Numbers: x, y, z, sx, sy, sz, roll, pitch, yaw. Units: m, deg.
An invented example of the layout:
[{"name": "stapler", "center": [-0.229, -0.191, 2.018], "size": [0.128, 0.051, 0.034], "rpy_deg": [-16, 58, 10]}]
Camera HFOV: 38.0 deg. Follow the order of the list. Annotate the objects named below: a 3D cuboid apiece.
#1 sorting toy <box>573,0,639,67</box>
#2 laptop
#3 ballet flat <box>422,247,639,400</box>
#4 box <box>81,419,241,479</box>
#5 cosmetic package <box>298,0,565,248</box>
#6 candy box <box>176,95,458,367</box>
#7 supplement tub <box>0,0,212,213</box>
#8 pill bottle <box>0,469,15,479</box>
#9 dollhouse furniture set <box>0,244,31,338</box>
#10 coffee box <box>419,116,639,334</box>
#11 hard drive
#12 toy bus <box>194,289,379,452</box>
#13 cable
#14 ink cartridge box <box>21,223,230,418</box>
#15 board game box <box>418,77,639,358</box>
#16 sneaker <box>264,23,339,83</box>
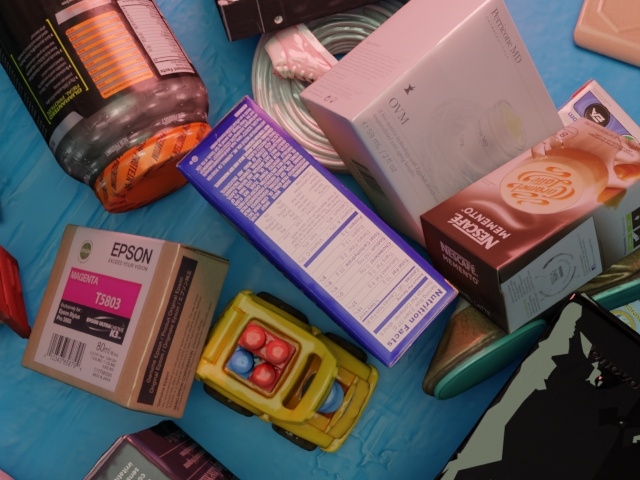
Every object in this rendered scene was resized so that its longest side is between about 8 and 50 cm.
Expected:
[{"name": "sorting toy", "center": [0.466, -0.337, 1.280], "size": [0.193, 0.038, 0.208], "rpy_deg": [19, 86, 2]}, {"name": "laptop", "center": [0.296, 0.342, 1.077], "size": [0.382, 0.408, 0.236], "rpy_deg": [38, 49, 3]}, {"name": "ballet flat", "center": [0.250, 0.063, 1.100], "size": [0.342, 0.116, 0.124], "rpy_deg": [-27, 63, -5]}, {"name": "box", "center": [-0.112, 0.408, 1.029], "size": [0.395, 0.293, 0.212], "rpy_deg": [40, 83, 4]}, {"name": "cosmetic package", "center": [0.139, -0.146, 1.099], "size": [0.225, 0.138, 0.224], "rpy_deg": [-43, 124, -8]}, {"name": "candy box", "center": [0.000, 0.000, 1.102], "size": [0.317, 0.268, 0.122], "rpy_deg": [44, 87, 4]}, {"name": "supplement tub", "center": [-0.277, -0.217, 1.158], "size": [0.207, 0.207, 0.338], "rpy_deg": [-30, 84, -5]}, {"name": "pill bottle", "center": [-0.471, 0.401, 1.090], "size": [0.160, 0.160, 0.283], "rpy_deg": [35, 82, 4]}, {"name": "dollhouse furniture set", "center": [-0.511, -0.035, 1.179], "size": [0.201, 0.152, 0.374], "rpy_deg": [-16, 65, -3]}, {"name": "coffee box", "center": [0.258, -0.023, 1.052], "size": [0.247, 0.098, 0.141], "rpy_deg": [-31, 40, -16]}, {"name": "hard drive", "center": [0.018, -0.379, 1.195], "size": [0.339, 0.064, 0.237], "rpy_deg": [-16, 44, -2]}, {"name": "toy bus", "center": [-0.039, 0.155, 1.110], "size": [0.220, 0.211, 0.149], "rpy_deg": [30, 81, 2]}, {"name": "cable", "center": [0.038, -0.213, 1.225], "size": [0.257, 0.089, 0.257], "rpy_deg": [-14, 83, -2]}, {"name": "ink cartridge box", "center": [-0.238, 0.090, 1.111], "size": [0.235, 0.088, 0.193], "rpy_deg": [8, 79, 43]}, {"name": "board game box", "center": [0.337, 0.007, 1.200], "size": [0.302, 0.086, 0.308], "rpy_deg": [-41, 85, -6]}, {"name": "sneaker", "center": [-0.016, -0.210, 1.153], "size": [0.070, 0.051, 0.134], "rpy_deg": [-40, 82, -4]}]
